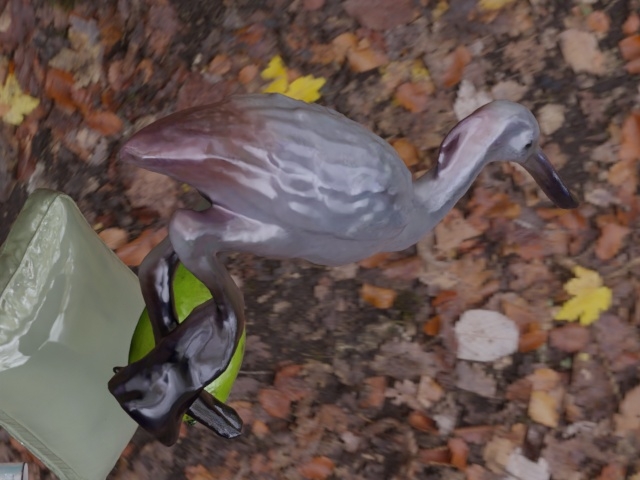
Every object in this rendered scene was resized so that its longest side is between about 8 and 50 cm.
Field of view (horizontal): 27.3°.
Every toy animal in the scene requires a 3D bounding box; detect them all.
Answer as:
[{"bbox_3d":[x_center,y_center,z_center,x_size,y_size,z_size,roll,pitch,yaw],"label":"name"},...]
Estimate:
[{"bbox_3d":[0.006,-0.024,0.730,0.324,0.090,0.195,-33,131,-21],"label":"toy animal"}]

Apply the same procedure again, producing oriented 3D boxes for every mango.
[{"bbox_3d":[-0.136,0.099,1.346,0.119,0.100,0.178,5,73,7],"label":"mango"}]

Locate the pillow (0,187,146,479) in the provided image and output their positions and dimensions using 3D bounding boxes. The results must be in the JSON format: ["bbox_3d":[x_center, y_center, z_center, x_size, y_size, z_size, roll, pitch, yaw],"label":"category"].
[{"bbox_3d":[-0.289,0.121,1.506,0.255,0.120,0.322,-65,147,-24],"label":"pillow"}]

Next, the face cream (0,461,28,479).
[{"bbox_3d":[-0.236,0.149,0.799,0.115,0.020,0.038,-1,63,-1],"label":"face cream"}]
